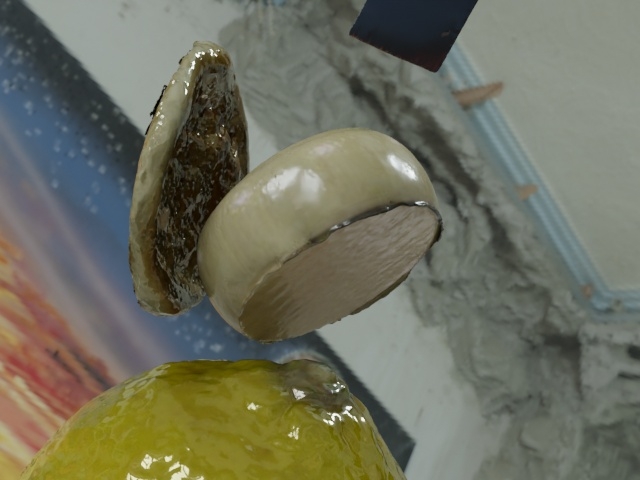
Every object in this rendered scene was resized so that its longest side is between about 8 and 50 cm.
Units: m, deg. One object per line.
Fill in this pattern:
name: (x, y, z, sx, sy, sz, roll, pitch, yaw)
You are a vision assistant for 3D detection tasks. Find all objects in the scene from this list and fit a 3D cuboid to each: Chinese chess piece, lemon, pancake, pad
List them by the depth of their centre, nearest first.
lemon: (-0.082, 0.262, 0.856, 0.350, 0.350, 0.387, 22, -76, 9)
Chinese chess piece: (0.000, 0.000, 1.088, 0.103, 0.250, 0.249, 58, -22, 24)
pancake: (-0.129, -0.061, 1.109, 0.049, 0.282, 0.282, 11, -35, 15)
pad: (0.122, -0.293, 1.313, 0.009, 0.159, 0.265, 26, 8, -27)
